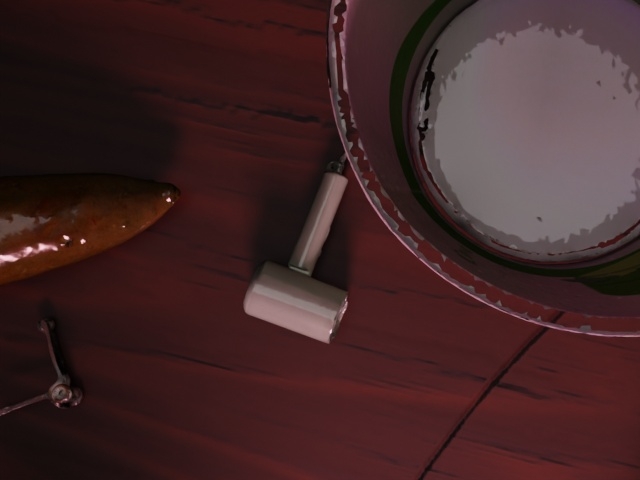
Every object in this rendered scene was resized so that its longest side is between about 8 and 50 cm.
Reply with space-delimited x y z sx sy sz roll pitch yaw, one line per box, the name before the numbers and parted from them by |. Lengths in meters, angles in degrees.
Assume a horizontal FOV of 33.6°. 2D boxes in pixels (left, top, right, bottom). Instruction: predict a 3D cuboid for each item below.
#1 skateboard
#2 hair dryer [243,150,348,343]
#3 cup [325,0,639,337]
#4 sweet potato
skateboard | -0.209 0.095 0.717 0.083 0.032 0.064 -22 76 3
hair dryer | 0.000 0.000 0.696 0.063 0.038 0.124 21 83 5
cup | 0.135 -0.081 0.560 0.253 0.274 0.253 0 88 4
sweet potato | -0.260 0.032 0.699 0.346 0.079 0.108 -35 97 7
